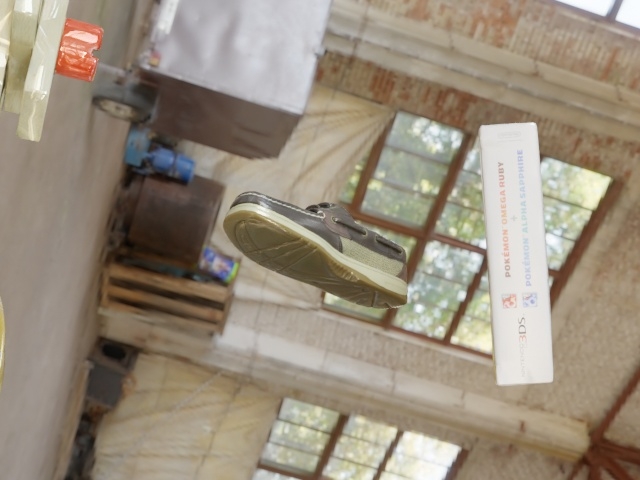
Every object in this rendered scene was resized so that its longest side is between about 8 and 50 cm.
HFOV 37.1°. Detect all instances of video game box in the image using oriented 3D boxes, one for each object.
[{"bbox_3d":[0.158,0.010,0.767,0.205,0.048,0.187,-1,89,-78],"label":"video game box"}]

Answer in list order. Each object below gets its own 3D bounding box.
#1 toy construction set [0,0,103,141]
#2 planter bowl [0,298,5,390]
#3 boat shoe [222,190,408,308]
[{"bbox_3d":[-0.267,-0.061,0.437,0.215,0.327,0.151,-103,-166,-54],"label":"toy construction set"},{"bbox_3d":[-0.280,0.107,0.609,0.090,0.217,0.217,65,33,-55],"label":"planter bowl"},{"bbox_3d":[0.001,0.000,0.921,0.080,0.223,0.074,-20,-128,44],"label":"boat shoe"}]
